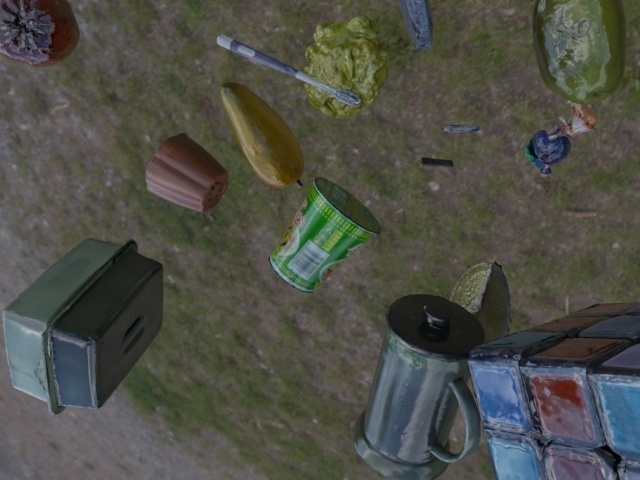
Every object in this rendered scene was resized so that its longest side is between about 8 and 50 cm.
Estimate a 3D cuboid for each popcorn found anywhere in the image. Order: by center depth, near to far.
[{"bbox_3d":[0.051,-0.395,1.453,0.216,0.181,0.234,-125,40,-62],"label":"popcorn"}]

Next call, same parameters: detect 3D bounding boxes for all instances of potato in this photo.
[{"bbox_3d":[0.450,-0.364,1.120,0.149,0.197,0.228,-4,129,14],"label":"potato"},{"bbox_3d":[0.361,0.175,1.460,0.138,0.243,0.098,29,168,-35],"label":"potato"}]

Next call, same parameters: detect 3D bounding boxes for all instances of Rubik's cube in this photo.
[{"bbox_3d":[0.479,0.279,0.910,0.359,0.362,0.362,-9,93,61],"label":"Rubik's cube"}]

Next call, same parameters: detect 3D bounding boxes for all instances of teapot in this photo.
[{"bbox_3d":[0.198,0.280,1.185,0.270,0.201,0.336,49,138,49],"label":"teapot"}]

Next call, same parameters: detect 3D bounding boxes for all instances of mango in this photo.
[{"bbox_3d":[-0.138,-0.251,1.554,0.119,0.176,0.316,-26,108,28],"label":"mango"}]

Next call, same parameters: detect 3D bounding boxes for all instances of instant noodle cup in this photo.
[{"bbox_3d":[0.000,0.000,1.547,0.207,0.207,0.232,40,107,3],"label":"instant noodle cup"}]

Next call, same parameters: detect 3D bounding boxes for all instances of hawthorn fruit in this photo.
[{"bbox_3d":[-0.551,-0.417,1.251,0.157,0.194,0.156,0,98,-1],"label":"hawthorn fruit"}]

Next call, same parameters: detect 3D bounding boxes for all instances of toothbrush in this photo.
[{"bbox_3d":[-0.060,-0.304,1.135,0.288,0.024,0.026,27,178,9],"label":"toothbrush"}]

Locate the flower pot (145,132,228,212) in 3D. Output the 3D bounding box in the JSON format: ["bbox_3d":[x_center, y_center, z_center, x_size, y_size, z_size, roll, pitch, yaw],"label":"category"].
[{"bbox_3d":[-0.354,-0.171,1.748,0.173,0.190,0.190,32,137,10],"label":"flower pot"}]

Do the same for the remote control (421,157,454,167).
[{"bbox_3d":[0.325,-0.214,1.776,0.091,0.034,0.016,3,132,-10],"label":"remote control"}]

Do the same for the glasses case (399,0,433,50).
[{"bbox_3d":[0.212,-0.584,1.490,0.067,0.109,0.282,-13,92,7],"label":"glasses case"}]

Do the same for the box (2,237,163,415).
[{"bbox_3d":[-0.401,0.142,1.116,0.166,0.290,0.220,15,123,8],"label":"box"}]

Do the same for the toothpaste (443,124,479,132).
[{"bbox_3d":[0.328,-0.259,1.482,0.083,0.027,0.019,4,82,23],"label":"toothpaste"}]

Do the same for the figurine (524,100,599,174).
[{"bbox_3d":[0.592,-0.257,1.575,0.195,0.112,0.102,-45,60,27],"label":"figurine"}]
